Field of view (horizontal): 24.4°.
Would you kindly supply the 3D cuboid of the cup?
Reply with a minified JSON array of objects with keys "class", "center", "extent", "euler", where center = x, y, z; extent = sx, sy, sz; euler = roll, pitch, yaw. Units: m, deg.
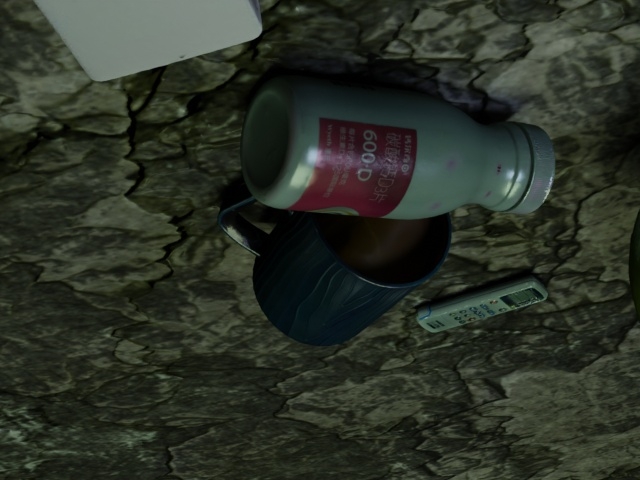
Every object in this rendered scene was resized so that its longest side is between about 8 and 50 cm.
[{"class":"cup","center":[0.008,-0.004,1.139],"extent":[0.113,0.150,0.138],"euler":[-35,173,-34]}]

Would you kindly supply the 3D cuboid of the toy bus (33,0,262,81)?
[{"class":"toy bus","center":[-0.110,-0.199,0.607],"extent":[0.113,0.139,0.301],"euler":[-15,153,7]}]

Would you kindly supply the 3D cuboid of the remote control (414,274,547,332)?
[{"class":"remote control","center":[0.153,0.060,1.408],"extent":[0.124,0.017,0.053],"euler":[-18,155,18]}]

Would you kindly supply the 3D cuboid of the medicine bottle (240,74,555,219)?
[{"class":"medicine bottle","center":[0.058,-0.059,1.029],"extent":[0.217,0.090,0.090],"euler":[5,152,-29]}]

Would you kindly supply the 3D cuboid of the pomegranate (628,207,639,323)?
[{"class":"pomegranate","center":[0.381,-0.029,1.101],"extent":[0.310,0.216,0.358],"euler":[-6,125,-8]}]
